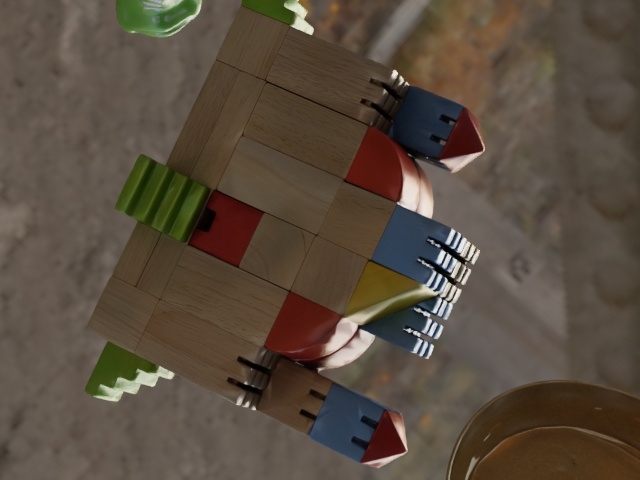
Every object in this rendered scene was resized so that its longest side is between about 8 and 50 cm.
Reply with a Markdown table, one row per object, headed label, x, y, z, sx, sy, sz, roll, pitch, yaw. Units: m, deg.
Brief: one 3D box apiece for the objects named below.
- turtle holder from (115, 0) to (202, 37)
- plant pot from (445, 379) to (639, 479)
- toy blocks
| label | x | y | z | sx | sy | sz | roll | pitch | yaw |
| --- | --- | --- | --- | --- | --- | --- | --- | --- | --- |
| turtle holder | -0.069 | -0.345 | 1.644 | 0.243 | 0.320 | 0.227 | -6 | 173 | -5 |
| plant pot | 0.181 | 0.195 | 1.209 | 0.236 | 0.236 | 0.032 | -36 | 164 | -41 |
| toy blocks | 0.000 | 0.000 | 1.509 | 0.381 | 0.261 | 0.191 | -65 | 159 | -3 |
